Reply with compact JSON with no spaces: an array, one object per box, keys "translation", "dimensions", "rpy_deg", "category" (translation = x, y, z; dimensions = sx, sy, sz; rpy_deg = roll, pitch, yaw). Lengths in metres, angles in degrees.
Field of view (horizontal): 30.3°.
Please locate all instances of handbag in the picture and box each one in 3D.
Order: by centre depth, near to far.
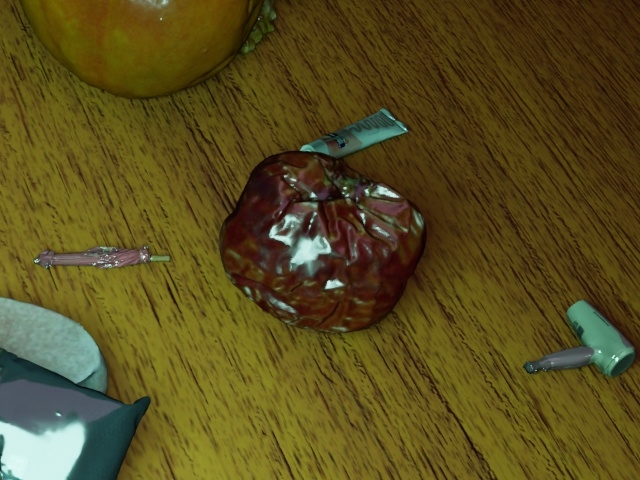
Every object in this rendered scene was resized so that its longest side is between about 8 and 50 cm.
[{"translation":[-0.302,0.233,1.118],"dimensions":[0.211,0.089,0.254],"rpy_deg":[21,73,-7],"category":"handbag"}]

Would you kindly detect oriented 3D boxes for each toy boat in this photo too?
[{"translation":[-0.335,0.138,1.249],"dimensions":[0.227,0.085,0.155],"rpy_deg":[14,35,3],"category":"toy boat"}]

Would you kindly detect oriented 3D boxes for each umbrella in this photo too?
[{"translation":[-0.261,0.021,1.420],"dimensions":[0.165,0.025,0.027],"rpy_deg":[-2,72,-24],"category":"umbrella"}]

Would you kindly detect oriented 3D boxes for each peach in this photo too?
[{"translation":[-0.239,-0.373,1.584],"dimensions":[0.342,0.302,0.343],"rpy_deg":[5,55,-7],"category":"peach"}]

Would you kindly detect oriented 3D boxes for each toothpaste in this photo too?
[{"translation":[0.049,-0.150,1.720],"dimensions":[0.056,0.036,0.205],"rpy_deg":[43,42,20],"category":"toothpaste"}]

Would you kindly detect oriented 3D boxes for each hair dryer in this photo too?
[{"translation":[0.332,0.143,1.565],"dimensions":[0.154,0.054,0.106],"rpy_deg":[-18,54,-31],"category":"hair dryer"}]

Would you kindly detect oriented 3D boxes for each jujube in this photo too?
[{"translation":[0.000,0.000,1.443],"dimensions":[0.232,0.213,0.213],"rpy_deg":[27,43,-6],"category":"jujube"}]

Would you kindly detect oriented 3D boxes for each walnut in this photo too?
[{"translation":[-0.142,-0.352,1.798],"dimensions":[0.143,0.069,0.170],"rpy_deg":[33,47,5],"category":"walnut"}]
